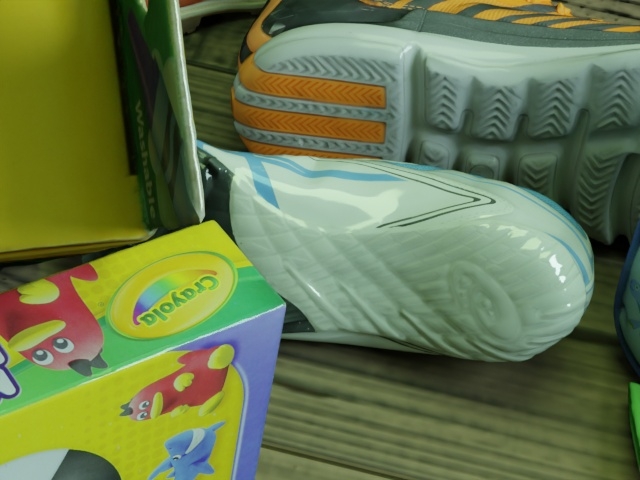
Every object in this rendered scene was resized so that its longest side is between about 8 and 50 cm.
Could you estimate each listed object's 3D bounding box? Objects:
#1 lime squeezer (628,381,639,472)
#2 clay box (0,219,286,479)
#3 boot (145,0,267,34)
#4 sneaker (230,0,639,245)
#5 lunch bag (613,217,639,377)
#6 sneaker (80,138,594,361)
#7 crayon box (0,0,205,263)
[{"bbox_3d":[0.089,0.147,0.487,0.110,0.059,0.310,30,45,22],"label":"lime squeezer"},{"bbox_3d":[-0.121,0.085,0.463,0.222,0.127,0.053,-22,52,-30],"label":"clay box"},{"bbox_3d":[-0.052,-0.170,0.809,0.158,0.085,0.059,-26,50,-36],"label":"boot"},{"bbox_3d":[0.125,-0.098,0.726,0.321,0.125,0.180,12,41,3],"label":"sneaker"},{"bbox_3d":[0.227,0.030,0.557,0.090,0.176,0.219,-24,49,-33],"label":"lunch bag"},{"bbox_3d":[0.000,0.000,0.633,0.237,0.085,0.086,12,14,8],"label":"sneaker"},{"bbox_3d":[-0.125,-0.092,0.485,0.083,0.203,0.323,-7,0,-19],"label":"crayon box"}]
